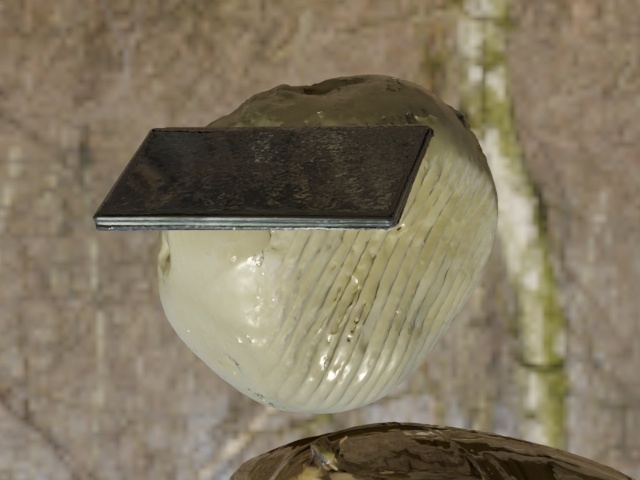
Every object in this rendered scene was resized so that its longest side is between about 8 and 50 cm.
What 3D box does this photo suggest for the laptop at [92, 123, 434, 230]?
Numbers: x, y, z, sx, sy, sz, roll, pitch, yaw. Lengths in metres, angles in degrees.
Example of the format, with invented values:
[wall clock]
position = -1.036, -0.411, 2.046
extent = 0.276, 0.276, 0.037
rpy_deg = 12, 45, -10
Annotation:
[laptop]
position = -0.031, -0.038, 1.078
extent = 0.180, 0.016, 0.129
rpy_deg = 0, -150, 15

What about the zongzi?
[zongzi]
position = 0.053, 0.126, 0.763
extent = 0.194, 0.099, 0.197
rpy_deg = 12, 178, -9

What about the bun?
[bun]
position = 0.000, 0.000, 1.734
extent = 0.362, 0.326, 0.234
rpy_deg = -13, -155, -40
